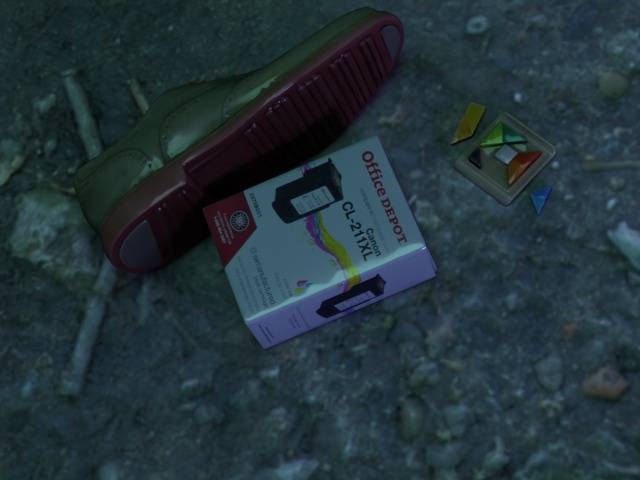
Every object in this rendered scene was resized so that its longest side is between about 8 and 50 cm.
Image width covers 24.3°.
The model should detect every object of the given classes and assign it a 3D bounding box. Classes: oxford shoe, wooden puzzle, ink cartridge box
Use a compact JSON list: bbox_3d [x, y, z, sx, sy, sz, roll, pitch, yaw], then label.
[{"bbox_3d":[-0.083,-0.123,1.385,0.348,0.123,0.130,-36,60,-6],"label":"oxford shoe"},{"bbox_3d":[0.169,-0.078,1.369,0.116,0.014,0.079,32,77,21],"label":"wooden puzzle"},{"bbox_3d":[0.000,0.000,1.340,0.175,0.072,0.127,-24,64,2],"label":"ink cartridge box"}]
